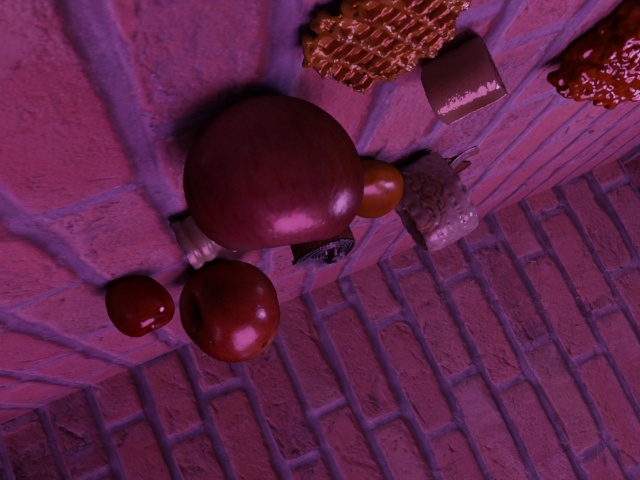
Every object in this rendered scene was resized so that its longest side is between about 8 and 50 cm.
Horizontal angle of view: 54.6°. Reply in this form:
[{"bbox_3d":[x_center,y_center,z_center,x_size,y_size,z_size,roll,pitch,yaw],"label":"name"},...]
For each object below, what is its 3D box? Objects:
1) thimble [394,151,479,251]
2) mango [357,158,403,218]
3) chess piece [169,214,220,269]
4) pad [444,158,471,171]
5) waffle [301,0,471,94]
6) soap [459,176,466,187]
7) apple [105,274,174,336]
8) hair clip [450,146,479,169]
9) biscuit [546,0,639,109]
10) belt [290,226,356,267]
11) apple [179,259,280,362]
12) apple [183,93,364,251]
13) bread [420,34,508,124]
[{"bbox_3d":[0.338,-0.123,1.912,0.195,0.291,0.291,-29,168,-2],"label":"thimble"},{"bbox_3d":[0.147,-0.149,1.736,0.176,0.139,0.254,-29,162,2],"label":"mango"},{"bbox_3d":[-0.229,-0.039,1.513,0.243,0.133,0.133,-28,169,-7],"label":"chess piece"},{"bbox_3d":[0.386,-0.210,2.233,0.287,0.018,0.284,-32,166,31],"label":"pad"},{"bbox_3d":[0.109,-0.340,1.031,0.307,0.060,0.312,-23,166,-3],"label":"waffle"},{"bbox_3d":[0.506,-0.199,2.399,0.100,0.056,0.149,-29,174,3],"label":"soap"},{"bbox_3d":[-0.518,0.187,1.784,0.181,0.168,0.181,-27,166,-8],"label":"apple"},{"bbox_3d":[0.481,-0.272,2.109,0.137,0.022,0.054,-38,157,3],"label":"hair clip"},{"bbox_3d":[0.784,-0.461,1.570,0.318,0.110,0.312,5,152,-32],"label":"biscuit"},{"bbox_3d":[0.000,0.000,2.060,0.207,0.150,0.257,-11,163,-21],"label":"belt"},{"bbox_3d":[-0.297,0.229,2.018,0.277,0.348,0.348,-8,160,-39],"label":"apple"},{"bbox_3d":[-0.087,-0.122,1.141,0.345,0.269,0.345,-9,-179,0],"label":"apple"},{"bbox_3d":[0.290,-0.326,1.270,0.141,0.134,0.148,-25,157,22],"label":"bread"}]
